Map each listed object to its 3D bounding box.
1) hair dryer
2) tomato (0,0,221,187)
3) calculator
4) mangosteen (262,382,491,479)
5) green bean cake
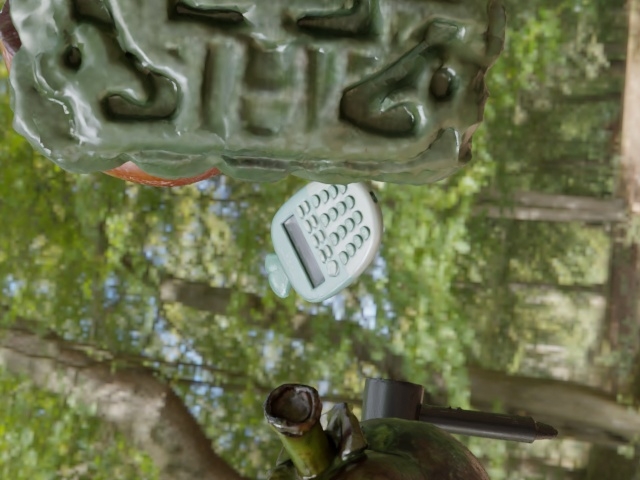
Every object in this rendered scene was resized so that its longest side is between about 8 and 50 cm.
[{"bbox_3d":[0.169,0.239,1.372,0.070,0.248,0.114,161,118,-79],"label":"hair dryer"},{"bbox_3d":[-0.194,-0.174,1.190,0.335,0.290,0.176,-101,21,-49],"label":"tomato"},{"bbox_3d":[0.000,0.000,0.966,0.021,0.153,0.095,-12,-110,-42],"label":"calculator"},{"bbox_3d":[0.036,0.230,0.983,0.289,0.231,0.231,65,-156,-20],"label":"mangosteen"},{"bbox_3d":[-0.031,-0.139,0.488,0.125,0.223,0.227,-157,69,-82],"label":"green bean cake"}]
